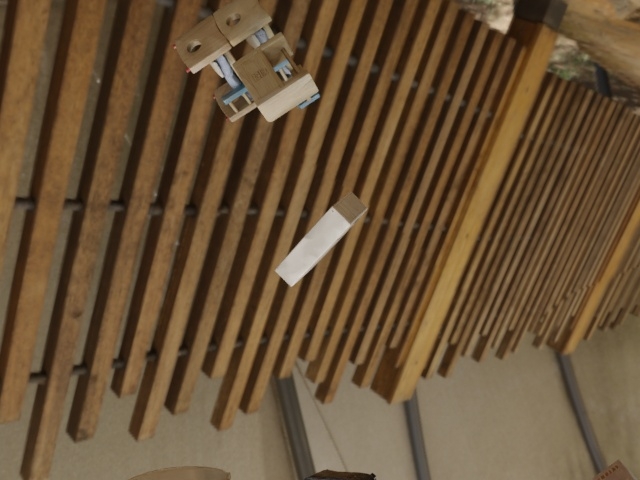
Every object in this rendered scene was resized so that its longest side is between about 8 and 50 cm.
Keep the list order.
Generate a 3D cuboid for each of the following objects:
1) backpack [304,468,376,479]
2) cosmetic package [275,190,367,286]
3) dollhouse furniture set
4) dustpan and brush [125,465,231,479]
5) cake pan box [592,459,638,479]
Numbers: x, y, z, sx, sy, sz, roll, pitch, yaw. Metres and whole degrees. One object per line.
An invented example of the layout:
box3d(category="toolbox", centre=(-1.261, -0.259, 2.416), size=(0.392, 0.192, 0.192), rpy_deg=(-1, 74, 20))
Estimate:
box3d(category="backpack", centre=(0.039, 0.583, 1.325), size=(0.158, 0.173, 0.117), rpy_deg=(-10, 170, 36))
box3d(category="cosmetic package", centre=(0.000, 0.000, 1.408), size=(0.060, 0.239, 0.099), rpy_deg=(46, -143, 4))
box3d(category="dollhouse furniture set", centre=(-0.087, -0.206, 0.841), size=(0.184, 0.129, 0.129), rpy_deg=(60, -175, 30))
box3d(category="dustpan and brush", centre=(-0.191, 0.281, 0.659), size=(0.211, 0.147, 0.060), rpy_deg=(59, -172, -57))
box3d(category="cake pan box", centre=(0.531, 0.473, 0.944), size=(0.246, 0.070, 0.267), rpy_deg=(49, -172, 18))
